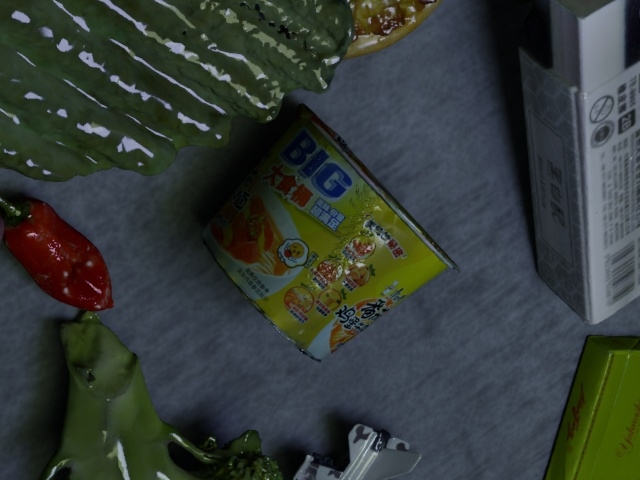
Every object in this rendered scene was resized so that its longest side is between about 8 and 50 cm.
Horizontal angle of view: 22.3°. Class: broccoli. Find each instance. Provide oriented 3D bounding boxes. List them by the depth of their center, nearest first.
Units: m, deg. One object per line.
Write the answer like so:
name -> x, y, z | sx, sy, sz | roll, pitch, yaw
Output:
broccoli -> -0.146, 0.251, 1.452 | 0.254, 0.186, 0.302 | 14, 111, -25

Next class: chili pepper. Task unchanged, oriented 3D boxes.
chili pepper -> -0.227, 0.010, 1.373 | 0.059, 0.050, 0.191 | -58, 137, -17

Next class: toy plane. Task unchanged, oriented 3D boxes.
toy plane -> 0.005, 0.268, 1.626 | 0.234, 0.082, 0.160 | -47, 139, 15

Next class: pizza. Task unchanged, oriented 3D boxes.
pizza -> 0.035, -0.222, 1.422 | 0.175, 0.046, 0.134 | -32, 125, -14

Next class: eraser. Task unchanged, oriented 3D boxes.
eraser -> 0.253, -0.093, 1.519 | 0.098, 0.096, 0.404 | -31, 139, -17

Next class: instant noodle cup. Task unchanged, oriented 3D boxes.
instant noodle cup -> 0.000, 0.000, 1.428 | 0.153, 0.205, 0.205 | -42, 127, 6

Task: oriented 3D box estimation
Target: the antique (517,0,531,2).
antique -> 0.143, -0.362, 1.390 | 0.087, 0.093, 0.310 | -33, 125, -13

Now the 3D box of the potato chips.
potato chips -> -0.153, -0.213, 1.286 | 0.389, 0.097, 0.373 | 3, 112, -31

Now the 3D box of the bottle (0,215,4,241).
bottle -> -0.332, 0.059, 1.298 | 0.110, 0.110, 0.233 | 19, 101, -35

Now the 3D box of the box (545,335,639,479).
box -> 0.417, 0.202, 1.850 | 0.335, 0.047, 0.187 | 2, 111, -32
